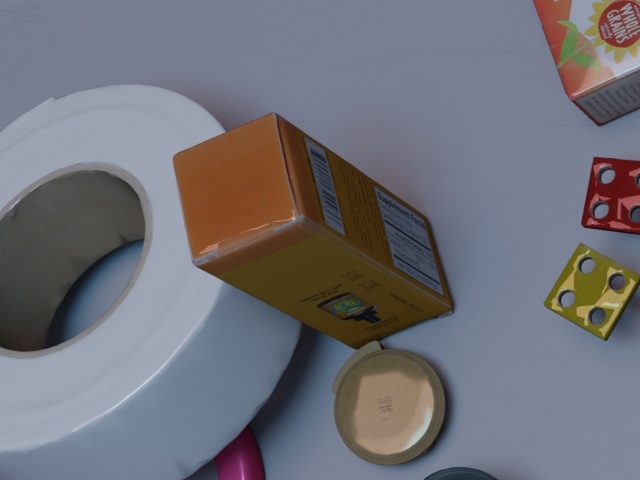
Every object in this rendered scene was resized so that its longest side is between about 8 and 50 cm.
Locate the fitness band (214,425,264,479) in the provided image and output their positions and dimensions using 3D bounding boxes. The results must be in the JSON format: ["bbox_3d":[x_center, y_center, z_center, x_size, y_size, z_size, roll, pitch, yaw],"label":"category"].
[{"bbox_3d":[-0.167,0.210,1.369,0.209,0.054,0.291,42,94,29],"label":"fitness band"}]

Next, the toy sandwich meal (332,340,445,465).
[{"bbox_3d":[0.045,0.109,1.310,0.085,0.029,0.086,-5,76,20],"label":"toy sandwich meal"}]

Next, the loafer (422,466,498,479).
[{"bbox_3d":[0.069,0.274,1.236,0.096,0.084,0.268,13,85,-3],"label":"loafer"}]

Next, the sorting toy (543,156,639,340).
[{"bbox_3d":[0.277,0.022,1.209,0.274,0.046,0.132,5,78,24],"label":"sorting toy"}]

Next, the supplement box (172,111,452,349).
[{"bbox_3d":[0.000,0.000,1.244,0.078,0.233,0.080,-22,64,19],"label":"supplement box"}]

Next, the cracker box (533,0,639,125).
[{"bbox_3d":[0.248,-0.194,1.274,0.232,0.067,0.156,-24,67,19],"label":"cracker box"}]

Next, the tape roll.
[{"bbox_3d":[-0.153,0.034,1.342,0.286,0.100,0.286,-17,52,23],"label":"tape roll"}]
